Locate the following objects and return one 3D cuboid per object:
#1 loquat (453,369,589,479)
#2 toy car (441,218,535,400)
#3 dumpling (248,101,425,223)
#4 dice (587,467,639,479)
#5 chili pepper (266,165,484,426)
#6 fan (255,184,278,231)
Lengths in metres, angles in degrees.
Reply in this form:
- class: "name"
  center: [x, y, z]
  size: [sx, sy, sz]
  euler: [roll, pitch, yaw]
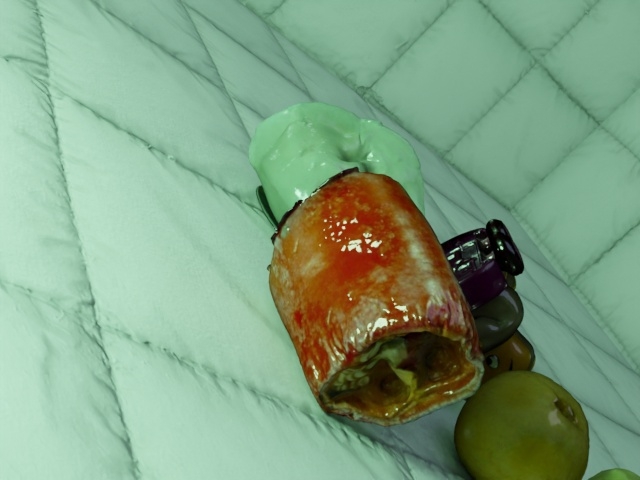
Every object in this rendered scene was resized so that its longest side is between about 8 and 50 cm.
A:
- class: "loquat"
  center: [0.309, 0.303, 1.424]
  size: [0.208, 0.208, 0.208]
  euler: [40, 17, -15]
- class: "toy car"
  center: [0.261, 0.128, 1.668]
  size: [0.240, 0.271, 0.341]
  euler: [61, 13, -11]
- class: "dumpling"
  center: [0.019, -0.082, 1.633]
  size: [0.321, 0.211, 0.270]
  euler: [51, 50, -21]
- class: "dice"
  center: [0.460, 0.469, 1.409]
  size: [0.166, 0.169, 0.169]
  euler: [42, 17, -7]
- class: "chili pepper"
  center: [0.062, 0.085, 1.253]
  size: [0.229, 0.251, 0.305]
  euler: [58, 8, -42]
- class: "fan"
  center: [-0.025, -0.023, 1.726]
  size: [0.223, 0.012, 0.294]
  euler: [47, 17, 11]
